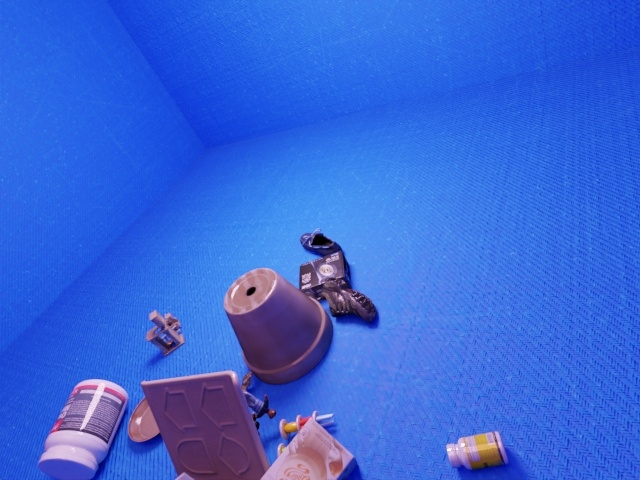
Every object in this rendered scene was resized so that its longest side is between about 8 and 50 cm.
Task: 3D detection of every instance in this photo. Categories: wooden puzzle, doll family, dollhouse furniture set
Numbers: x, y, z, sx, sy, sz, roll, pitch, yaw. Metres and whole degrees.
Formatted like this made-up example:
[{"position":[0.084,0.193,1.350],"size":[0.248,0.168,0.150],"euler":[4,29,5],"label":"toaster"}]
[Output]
[{"position":[-0.299,0.502,1.104],"size":[0.348,0.321,0.080],"euler":[-13,9,26],"label":"wooden puzzle"},{"position":[-0.204,0.515,1.155],"size":[0.192,0.111,0.076],"euler":[-62,-7,24],"label":"doll family"},{"position":[-0.657,0.346,1.647],"size":[0.101,0.181,0.161],"euler":[-35,35,-7],"label":"dollhouse furniture set"}]

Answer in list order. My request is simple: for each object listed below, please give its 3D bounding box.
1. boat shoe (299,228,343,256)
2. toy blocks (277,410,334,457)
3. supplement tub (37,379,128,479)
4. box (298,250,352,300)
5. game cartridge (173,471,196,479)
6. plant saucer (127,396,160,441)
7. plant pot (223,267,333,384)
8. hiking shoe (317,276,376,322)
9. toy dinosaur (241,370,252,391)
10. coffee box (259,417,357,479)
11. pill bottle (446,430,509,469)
[{"position":[0.000,0.000,1.696],"size":[0.258,0.089,0.109],"euler":[15,54,46],"label":"boat shoe"},{"position":[-0.034,0.520,1.082],"size":[0.148,0.054,0.123],"euler":[-20,35,14],"label":"toy blocks"},{"position":[-0.786,0.630,1.368],"size":[0.191,0.191,0.272],"euler":[-19,35,15],"label":"supplement tub"},{"position":[0.016,0.136,1.520],"size":[0.180,0.077,0.147],"euler":[-20,36,14],"label":"box"},{"position":[-0.360,0.728,0.953],"size":[0.198,0.062,0.297],"euler":[31,58,8],"label":"game cartridge"},{"position":[-0.559,0.593,1.389],"size":[0.199,0.036,0.198],"euler":[-19,36,15],"label":"plant saucer"},{"position":[-0.160,0.252,1.322],"size":[0.323,0.280,0.323],"euler":[-20,36,15],"label":"plant pot"},{"position":[0.090,0.220,1.369],"size":[0.227,0.086,0.114],"euler":[36,112,35],"label":"hiking shoe"},{"position":[-0.285,0.532,1.252],"size":[0.268,0.064,0.118],"euler":[-44,31,-14],"label":"toy dinosaur"},{"position":[-0.045,0.570,0.951],"size":[0.141,0.098,0.246],"euler":[31,65,28],"label":"coffee box"},{"position":[0.338,0.457,0.882],"size":[0.117,0.065,0.065],"euler":[-19,36,16],"label":"pill bottle"}]
